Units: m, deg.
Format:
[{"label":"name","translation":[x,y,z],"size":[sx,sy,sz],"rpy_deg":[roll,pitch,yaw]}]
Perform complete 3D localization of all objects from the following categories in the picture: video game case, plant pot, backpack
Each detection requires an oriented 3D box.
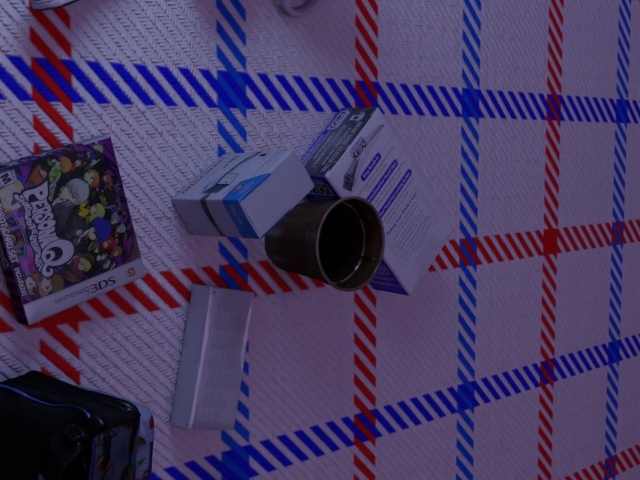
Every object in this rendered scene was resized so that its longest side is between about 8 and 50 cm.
[{"label":"video game case","translation":[-0.379,-0.019,1.348],"size":[0.210,0.042,0.232],"rpy_deg":[-24,110,-41]},{"label":"plant pot","translation":[0.000,0.000,1.623],"size":[0.167,0.165,0.167],"rpy_deg":[-5,98,-42]},{"label":"backpack","translation":[-0.366,0.330,1.269],"size":[0.213,0.276,0.263],"rpy_deg":[5,94,-57]}]

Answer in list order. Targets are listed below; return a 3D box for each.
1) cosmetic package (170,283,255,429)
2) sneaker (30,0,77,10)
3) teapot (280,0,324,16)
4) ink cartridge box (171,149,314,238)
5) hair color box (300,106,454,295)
[{"label":"cosmetic package","translation":[-0.183,0.198,1.542],"size":[0.099,0.060,0.239],"rpy_deg":[12,86,-45]},{"label":"sneaker","translation":[-0.357,-0.438,1.286],"size":[0.226,0.086,0.163],"rpy_deg":[-55,138,-37]},{"label":"teapot","translation":[-0.006,-0.531,1.531],"size":[0.187,0.252,0.256],"rpy_deg":[-35,106,-24]},{"label":"ink cartridge box","translation":[-0.128,-0.075,1.477],"size":[0.139,0.190,0.082],"rpy_deg":[-46,122,-31]},{"label":"hair color box","translation":[0.108,-0.072,1.758],"size":[0.185,0.110,0.339],"rpy_deg":[-53,128,-24]}]
